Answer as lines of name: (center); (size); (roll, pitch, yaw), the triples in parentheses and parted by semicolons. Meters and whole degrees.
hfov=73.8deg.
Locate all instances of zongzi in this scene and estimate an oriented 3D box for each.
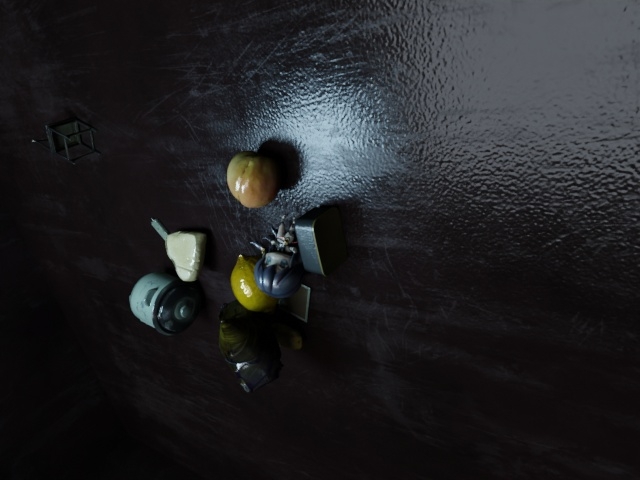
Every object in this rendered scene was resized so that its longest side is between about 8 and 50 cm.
zongzi: (-0.317, 0.296, 1.604); (0.403, 0.208, 0.432); (57, 171, 47)

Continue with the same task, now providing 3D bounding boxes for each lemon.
lemon: (-0.238, 0.164, 1.599); (0.188, 0.188, 0.256); (-22, 95, 42)

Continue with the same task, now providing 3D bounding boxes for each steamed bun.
steamed bun: (-0.556, 0.064, 1.820); (0.231, 0.110, 0.212); (3, 96, 38)

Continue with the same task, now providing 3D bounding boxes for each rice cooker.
rice cooker: (-0.708, 0.287, 1.974); (0.317, 0.264, 0.316); (22, 167, 5)

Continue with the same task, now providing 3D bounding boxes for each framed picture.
framed picture: (-0.103, 0.225, 1.669); (0.142, 0.011, 0.183); (23, 128, 22)

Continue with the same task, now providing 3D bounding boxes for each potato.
potato: (-0.147, 0.395, 1.758); (0.171, 0.080, 0.107); (10, 133, 42)

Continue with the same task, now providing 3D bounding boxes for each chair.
chair: (-1.122, -0.457, 1.875); (0.260, 0.154, 0.141); (27, 129, 16)

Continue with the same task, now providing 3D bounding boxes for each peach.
peach: (-0.215, -0.196, 1.378); (0.184, 0.184, 0.184); (18, 126, 26)

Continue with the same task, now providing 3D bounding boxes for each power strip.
power strip: (-0.721, -0.049, 1.930); (0.136, 0.019, 0.051); (50, 135, -1)

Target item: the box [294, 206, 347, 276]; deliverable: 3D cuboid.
box: (0.000, 0.000, 1.365); (0.090, 0.144, 0.201); (7, 122, 36)

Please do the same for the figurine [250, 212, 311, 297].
figurine: (-0.120, 0.063, 1.439); (0.175, 0.265, 0.197); (9, 150, 46)
